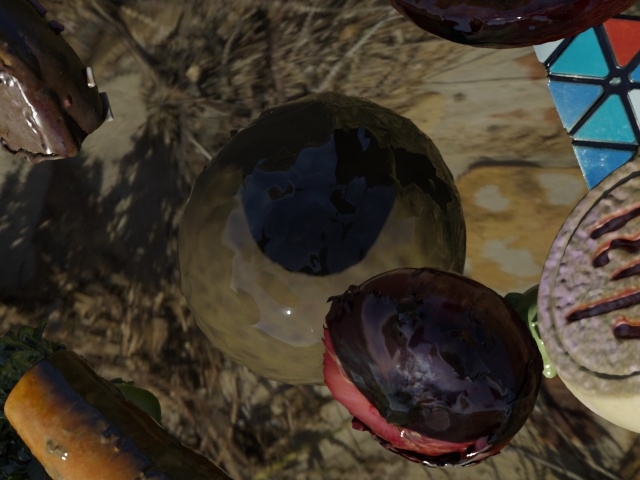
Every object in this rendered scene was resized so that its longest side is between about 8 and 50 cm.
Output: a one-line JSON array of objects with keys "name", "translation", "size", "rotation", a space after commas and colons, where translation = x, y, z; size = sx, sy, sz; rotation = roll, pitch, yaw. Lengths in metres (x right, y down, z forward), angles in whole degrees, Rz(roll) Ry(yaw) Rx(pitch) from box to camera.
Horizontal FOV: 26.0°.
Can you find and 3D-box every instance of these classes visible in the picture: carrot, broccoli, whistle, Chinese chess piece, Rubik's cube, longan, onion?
[{"name": "carrot", "translation": [-0.183, 0.244, 1.393], "size": [0.302, 0.138, 0.139], "rotation": [37, 91, 18]}, {"name": "broccoli", "translation": [-0.346, 0.276, 1.847], "size": [0.324, 0.334, 0.272], "rotation": [17, 137, -6]}, {"name": "whistle", "translation": [0.300, 0.124, 1.909], "size": [0.288, 0.106, 0.131], "rotation": [-27, 84, -22]}, {"name": "Chinese chess piece", "translation": [0.327, 0.046, 1.272], "size": [0.112, 0.270, 0.270], "rotation": [26, 92, -33]}, {"name": "Rubik's cube", "translation": [0.393, -0.265, 1.782], "size": [0.250, 0.234, 0.284], "rotation": [-25, 116, 14]}, {"name": "longan", "translation": [0.000, 0.000, 1.800], "size": [0.391, 0.391, 0.391], "rotation": [-1, 96, -6]}, {"name": "onion", "translation": [0.092, 0.088, 1.100], "size": [0.184, 0.147, 0.184], "rotation": [12, 129, 15]}]

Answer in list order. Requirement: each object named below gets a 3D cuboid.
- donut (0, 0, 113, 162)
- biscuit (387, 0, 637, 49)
[{"name": "donut", "translation": [-0.426, -0.232, 1.739], "size": [0.136, 0.345, 0.259], "rotation": [-44, 119, -25]}, {"name": "biscuit", "translation": [0.237, -0.388, 1.560], "size": [0.407, 0.091, 0.408], "rotation": [-11, 58, 18]}]
